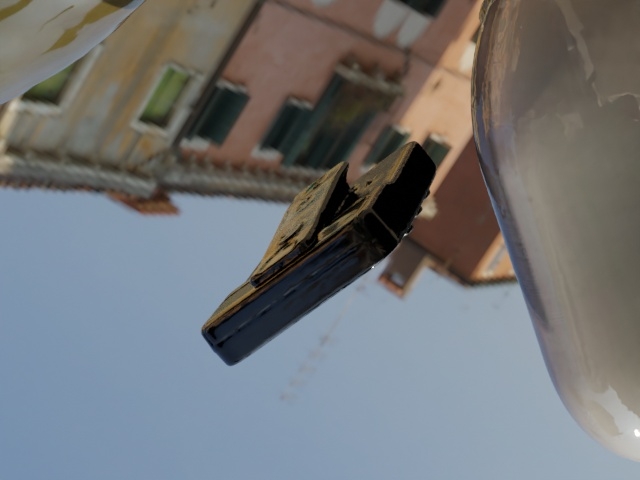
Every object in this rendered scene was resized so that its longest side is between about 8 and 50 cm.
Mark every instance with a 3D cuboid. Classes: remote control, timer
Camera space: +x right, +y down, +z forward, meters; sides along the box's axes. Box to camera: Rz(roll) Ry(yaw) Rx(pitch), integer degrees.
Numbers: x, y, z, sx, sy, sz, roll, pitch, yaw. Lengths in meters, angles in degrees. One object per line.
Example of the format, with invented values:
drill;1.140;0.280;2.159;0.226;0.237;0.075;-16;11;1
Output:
remote control;0.188;-0.025;0.806;0.103;0.332;0.221;-2;-156;44
timer;0.000;0.000;0.887;0.055;0.144;0.187;50;-157;-7

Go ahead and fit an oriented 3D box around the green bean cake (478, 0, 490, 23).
green bean cake;0.261;-0.212;1.116;0.224;0.230;0.131;-12;-114;-16

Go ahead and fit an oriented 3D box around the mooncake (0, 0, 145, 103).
mooncake;-0.291;-0.345;1.001;0.467;0.262;0.467;44;-152;-31
